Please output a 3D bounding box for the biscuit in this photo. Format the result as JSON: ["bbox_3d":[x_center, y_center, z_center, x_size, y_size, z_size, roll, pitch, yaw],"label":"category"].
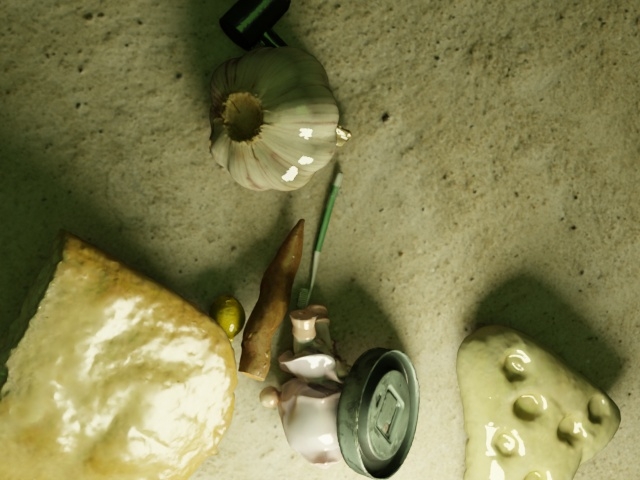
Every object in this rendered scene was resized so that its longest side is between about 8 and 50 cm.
[{"bbox_3d":[-0.344,0.264,1.325,0.446,0.104,0.429,35,90,-32],"label":"biscuit"}]

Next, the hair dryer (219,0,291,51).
[{"bbox_3d":[-0.047,-0.325,1.418,0.248,0.070,0.114,44,86,-15],"label":"hair dryer"}]

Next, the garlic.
[{"bbox_3d":[-0.043,-0.195,1.380,0.253,0.245,0.245,0,96,-48],"label":"garlic"}]

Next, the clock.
[{"bbox_3d":[0.103,0.298,1.435,0.226,0.049,0.226,-5,96,-55],"label":"clock"}]

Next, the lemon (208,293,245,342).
[{"bbox_3d":[-0.161,0.136,1.431,0.065,0.065,0.092,-6,114,-11],"label":"lemon"}]

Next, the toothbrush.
[{"bbox_3d":[0.000,0.000,1.475,0.024,0.018,0.257,16,92,-6],"label":"toothbrush"}]

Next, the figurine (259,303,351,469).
[{"bbox_3d":[-0.007,0.251,1.435,0.200,0.133,0.276,-6,95,-7],"label":"figurine"}]

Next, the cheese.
[{"bbox_3d":[0.337,0.335,1.511,0.351,0.129,0.328,-46,103,-7],"label":"cheese"}]

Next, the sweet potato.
[{"bbox_3d":[-0.082,0.097,1.427,0.059,0.067,0.281,10,72,20],"label":"sweet potato"}]
